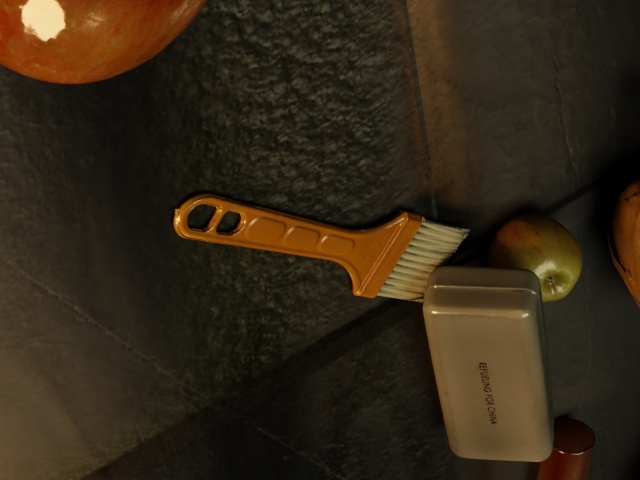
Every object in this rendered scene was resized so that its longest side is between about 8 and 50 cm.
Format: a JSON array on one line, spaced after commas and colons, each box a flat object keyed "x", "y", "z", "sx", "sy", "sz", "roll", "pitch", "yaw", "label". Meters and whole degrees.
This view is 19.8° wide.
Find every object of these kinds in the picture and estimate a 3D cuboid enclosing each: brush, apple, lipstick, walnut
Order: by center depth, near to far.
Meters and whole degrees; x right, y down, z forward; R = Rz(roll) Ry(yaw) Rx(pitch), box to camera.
[{"x": -0.142, "y": -0.194, "z": 1.124, "sx": 0.181, "sy": 0.181, "sz": 0.168, "roll": -9, "pitch": 152, "yaw": -34, "label": "apple"}, {"x": 0.000, "y": 0.000, "z": 1.525, "sx": 0.314, "sy": 0.017, "sz": 0.090, "roll": 12, "pitch": 116, "yaw": -43, "label": "brush"}, {"x": 0.194, "y": 0.017, "z": 1.652, "sx": 0.084, "sy": 0.071, "sz": 0.084, "roll": -20, "pitch": 133, "yaw": -23, "label": "apple"}, {"x": 0.348, "y": 0.015, "z": 1.728, "sx": 0.137, "sy": 0.137, "sz": 0.245, "roll": -46, "pitch": 136, "yaw": 4, "label": "walnut"}, {"x": 0.245, "y": 0.336, "z": 1.982, "sx": 0.057, "sy": 0.057, "sz": 0.356, "roll": -20, "pitch": 135, "yaw": -25, "label": "lipstick"}]

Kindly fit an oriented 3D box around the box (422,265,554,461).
[{"x": 0.157, "y": 0.117, "z": 1.680, "sx": 0.103, "sy": 0.055, "sz": 0.243, "roll": 2, "pitch": 142, "yaw": 13, "label": "box"}]
